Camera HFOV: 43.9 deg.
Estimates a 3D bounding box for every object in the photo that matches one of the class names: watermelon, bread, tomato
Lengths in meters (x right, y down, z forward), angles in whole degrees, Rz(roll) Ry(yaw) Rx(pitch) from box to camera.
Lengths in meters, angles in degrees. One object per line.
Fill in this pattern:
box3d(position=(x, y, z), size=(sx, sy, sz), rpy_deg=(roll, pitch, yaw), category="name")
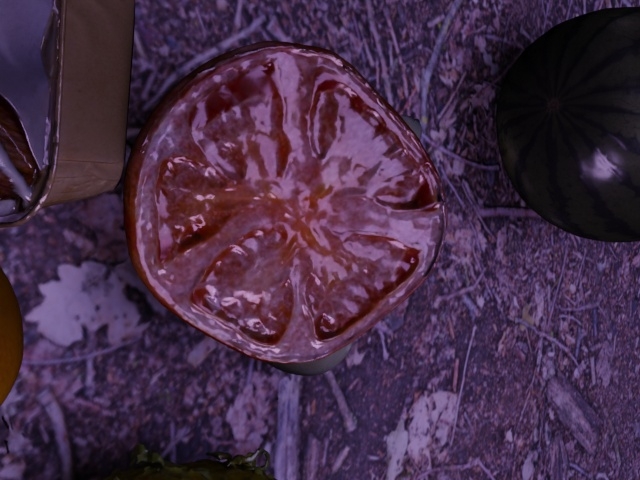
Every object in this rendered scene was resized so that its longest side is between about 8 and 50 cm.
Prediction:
box3d(position=(0.370, -0.135, 0.955), size=(0.360, 0.279, 0.278), rpy_deg=(-6, 97, -43), category="watermelon")
box3d(position=(-0.217, -0.121, 0.482), size=(0.212, 0.143, 0.224), rpy_deg=(7, 85, -58), category="bread")
box3d(position=(-0.027, -0.029, 0.599), size=(0.237, 0.095, 0.236), rpy_deg=(-2, 101, -11), category="tomato")

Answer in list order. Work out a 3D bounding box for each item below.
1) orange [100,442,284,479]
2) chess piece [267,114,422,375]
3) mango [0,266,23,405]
box3d(position=(-0.108, 0.303, 0.559), size=(0.301, 0.223, 0.300), rpy_deg=(56, 46, -28), category="orange")
box3d(position=(0.000, 0.000, 0.711), size=(0.133, 0.133, 0.243), rpy_deg=(14, 88, -44), category="chess piece")
box3d(position=(-0.277, 0.043, 0.441), size=(0.221, 0.120, 0.151), rpy_deg=(30, 73, -34), category="mango")
